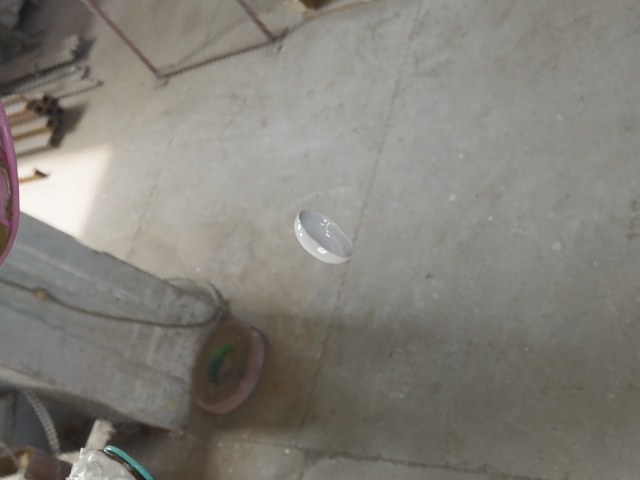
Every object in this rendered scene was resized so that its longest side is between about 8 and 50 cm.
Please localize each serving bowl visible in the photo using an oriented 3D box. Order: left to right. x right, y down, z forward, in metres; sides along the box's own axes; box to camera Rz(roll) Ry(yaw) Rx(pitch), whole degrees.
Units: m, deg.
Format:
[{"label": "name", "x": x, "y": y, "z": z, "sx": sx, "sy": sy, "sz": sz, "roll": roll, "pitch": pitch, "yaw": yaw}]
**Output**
[{"label": "serving bowl", "x": 0.000, "y": 0.000, "z": 1.193, "sx": 0.027, "sy": 0.083, "sz": 0.083, "roll": -50, "pitch": 37, "yaw": 24}]

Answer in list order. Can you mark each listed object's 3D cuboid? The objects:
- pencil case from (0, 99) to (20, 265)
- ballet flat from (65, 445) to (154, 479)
[{"label": "pencil case", "x": -0.386, "y": -0.033, "z": 0.631, "sx": 0.386, "sy": 0.167, "sz": 0.160, "roll": -1, "pitch": 34, "yaw": 12}, {"label": "ballet flat", "x": -0.215, "y": 0.383, "z": 1.153, "sx": 0.147, "sy": 0.409, "sz": 0.147, "roll": -9, "pitch": 48, "yaw": 10}]
